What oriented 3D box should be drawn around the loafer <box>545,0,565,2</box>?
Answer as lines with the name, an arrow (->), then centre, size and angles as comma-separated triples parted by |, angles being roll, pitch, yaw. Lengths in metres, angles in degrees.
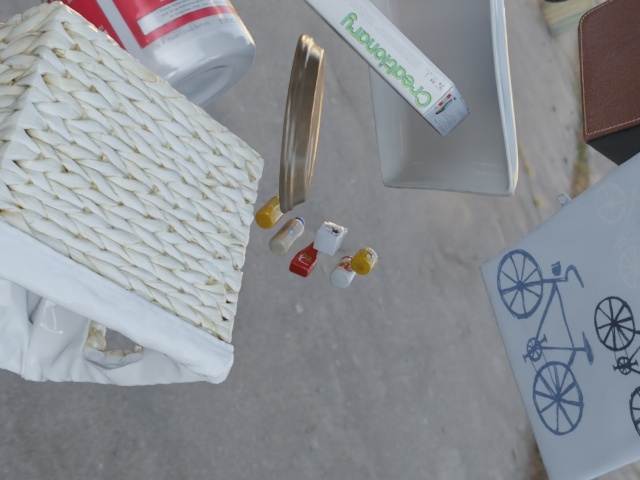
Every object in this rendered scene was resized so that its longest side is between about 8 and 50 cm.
loafer -> 0.484, -0.462, 1.430 | 0.130, 0.366, 0.133 | -4, 81, -37

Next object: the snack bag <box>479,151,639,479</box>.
snack bag -> 0.333, 0.096, 1.099 | 0.037, 0.342, 0.322 | 0, 63, -29

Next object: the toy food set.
toy food set -> 0.000, 0.000, 1.719 | 0.104, 0.232, 0.111 | -52, 159, -52

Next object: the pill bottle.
pill bottle -> -0.285, -0.376, 1.325 | 0.407, 0.229, 0.229 | 59, 26, 4

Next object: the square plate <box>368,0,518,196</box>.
square plate -> 0.164, -0.240, 1.298 | 0.049, 0.344, 0.347 | -10, 99, -23

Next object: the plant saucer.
plant saucer -> -0.026, -0.177, 1.445 | 0.278, 0.041, 0.277 | 8, 90, -88

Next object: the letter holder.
letter holder -> 0.510, -0.241, 1.231 | 0.152, 0.302, 0.214 | 22, 61, -42

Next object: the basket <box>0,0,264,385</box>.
basket -> -0.285, -0.023, 0.952 | 0.331, 0.329, 0.266 | 34, 58, -46

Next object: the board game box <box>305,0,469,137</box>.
board game box -> 0.053, -0.259, 1.152 | 0.305, 0.053, 0.193 | 47, 9, 11
